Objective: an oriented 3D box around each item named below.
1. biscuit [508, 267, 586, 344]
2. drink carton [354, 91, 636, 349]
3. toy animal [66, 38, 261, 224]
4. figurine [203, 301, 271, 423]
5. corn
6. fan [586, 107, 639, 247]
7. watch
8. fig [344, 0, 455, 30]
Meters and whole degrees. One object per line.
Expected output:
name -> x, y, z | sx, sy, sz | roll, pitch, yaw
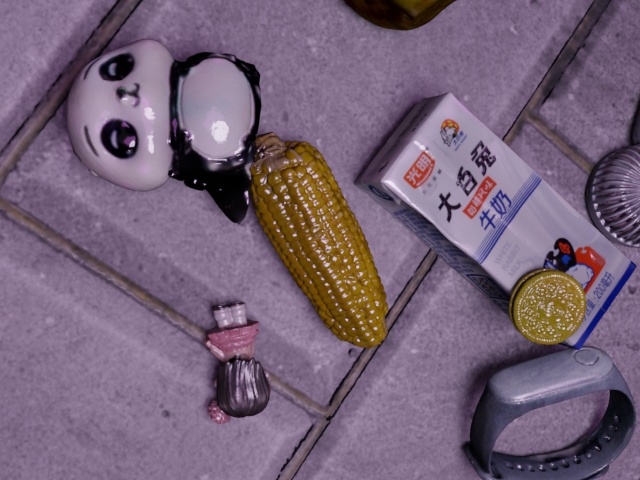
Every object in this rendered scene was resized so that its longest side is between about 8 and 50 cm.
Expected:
biscuit -> 0.246, 0.072, 0.732 | 0.084, 0.023, 0.084 | -2, 102, -9
drink carton -> 0.202, -0.019, 0.781 | 0.315, 0.106, 0.130 | 40, 81, -14
toy animal -> -0.154, -0.108, 0.660 | 0.179, 0.138, 0.166 | 6, 75, -21
figurine -> -0.095, 0.132, 0.733 | 0.072, 0.054, 0.129 | -10, 93, -11
corn -> 0.000, 0.000, 0.733 | 0.097, 0.097, 0.262 | -32, 102, -12
fan -> 0.426, -0.111, 0.863 | 0.130, 0.074, 0.244 | 20, 82, -5
watch -> 0.274, 0.224, 0.810 | 0.206, 0.068, 0.193 | -17, 120, -6
fig -> 0.106, -0.305, 0.726 | 0.165, 0.144, 0.154 | -23, 134, -34
